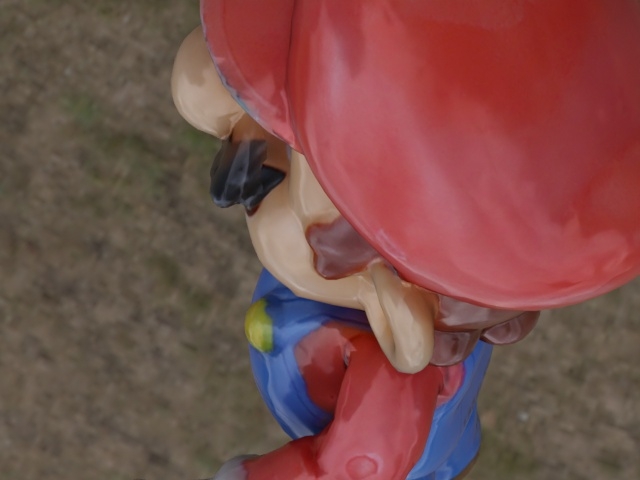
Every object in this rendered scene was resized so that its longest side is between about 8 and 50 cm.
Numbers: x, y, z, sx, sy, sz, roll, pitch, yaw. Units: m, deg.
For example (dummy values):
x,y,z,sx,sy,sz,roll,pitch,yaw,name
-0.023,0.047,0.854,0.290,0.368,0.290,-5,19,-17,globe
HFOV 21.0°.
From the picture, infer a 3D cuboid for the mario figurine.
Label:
x,y,z,sx,sy,sz,roll,pitch,yaw,name
0.000,0.000,0.555,0.170,0.198,0.320,-8,146,-12,mario figurine
